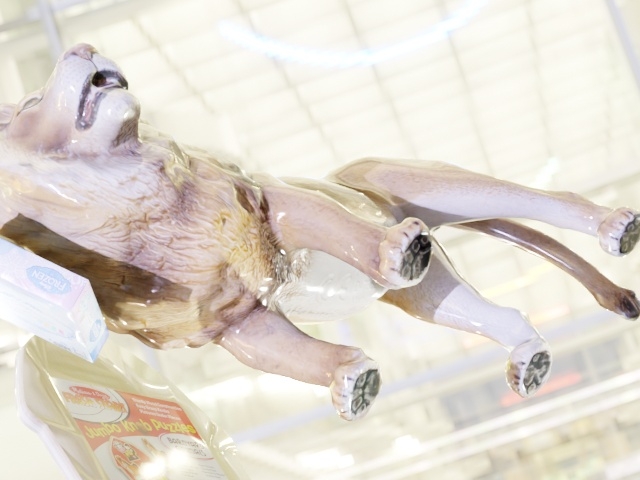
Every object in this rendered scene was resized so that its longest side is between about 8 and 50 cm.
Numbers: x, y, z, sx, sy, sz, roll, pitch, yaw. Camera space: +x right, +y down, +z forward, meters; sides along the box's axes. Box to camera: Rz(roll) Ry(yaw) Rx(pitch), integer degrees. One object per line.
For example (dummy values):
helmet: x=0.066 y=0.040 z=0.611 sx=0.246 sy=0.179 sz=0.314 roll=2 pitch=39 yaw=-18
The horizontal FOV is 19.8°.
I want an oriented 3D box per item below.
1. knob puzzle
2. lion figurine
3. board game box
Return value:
knob puzzle: x=-0.122 y=0.123 z=1.135 sx=0.030 sy=0.213 sz=0.213 roll=-49 pitch=-23 yaw=17
lion figurine: x=0.000 y=0.000 z=1.029 sx=0.240 sy=0.142 sz=0.392 roll=22 pitch=8 yaw=37
board game box: x=-0.150 y=0.021 z=0.889 sx=0.090 sy=0.020 sz=0.090 roll=25 pitch=-16 yaw=8
